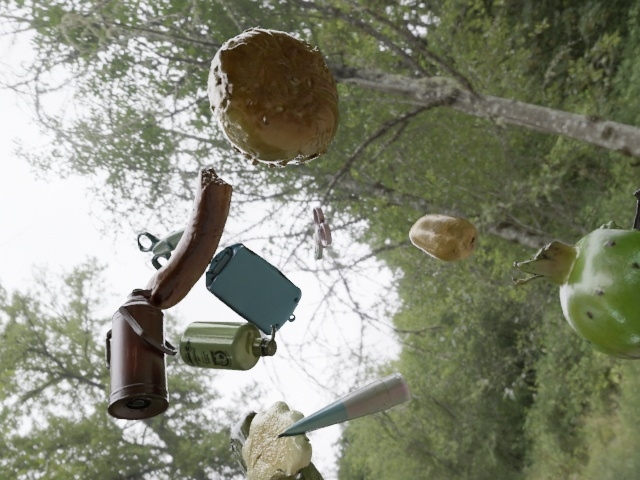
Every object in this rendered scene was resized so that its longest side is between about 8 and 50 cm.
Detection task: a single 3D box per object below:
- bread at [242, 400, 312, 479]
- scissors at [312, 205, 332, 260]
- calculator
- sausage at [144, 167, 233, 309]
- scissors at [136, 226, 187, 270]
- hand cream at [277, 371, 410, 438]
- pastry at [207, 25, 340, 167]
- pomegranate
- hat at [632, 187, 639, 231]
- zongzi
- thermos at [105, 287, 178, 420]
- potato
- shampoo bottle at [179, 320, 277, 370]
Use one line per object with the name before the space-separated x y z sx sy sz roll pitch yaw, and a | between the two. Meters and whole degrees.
bread | -0.119 0.498 1.267 0.039 0.182 0.251 16 -44 -41
scissors | 0.000 0.000 1.515 0.030 0.118 0.242 -15 -28 -13
calculator | -0.182 0.136 1.445 0.293 0.051 0.173 40 -103 -12
sausage | -0.252 0.002 1.028 0.103 0.076 0.302 25 -93 -46
scissors | -0.392 0.006 1.356 0.138 0.289 0.041 54 -134 -13
hand cream | 0.051 0.386 1.161 0.312 0.070 0.111 -20 -20 -13
pastry | -0.101 -0.291 1.101 0.284 0.316 0.184 -1 -25 -25
pomegranate | 0.527 0.082 0.929 0.260 0.340 0.260 11 -90 -72
hat | 0.771 -0.106 1.031 0.209 0.238 0.336 -60 -27 -19
zongzi | -0.093 0.678 1.544 0.160 0.323 0.360 -45 -41 0
thermos | -0.319 0.183 0.894 0.124 0.232 0.099 -25 -39 9
potato | 0.298 -0.009 1.253 0.118 0.178 0.109 -51 -51 -15
shampoo bottle | -0.144 0.172 0.839 0.079 0.162 0.079 -2 -90 -66
